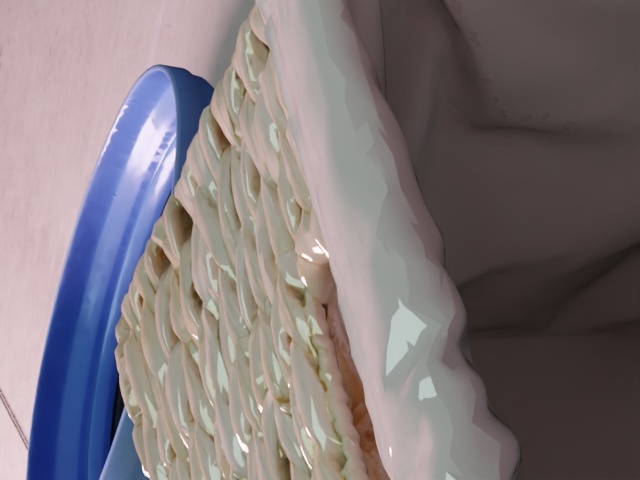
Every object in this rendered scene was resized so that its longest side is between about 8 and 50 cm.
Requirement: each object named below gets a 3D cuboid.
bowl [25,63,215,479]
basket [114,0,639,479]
[{"bbox_3d":[-0.139,0.061,1.185,0.391,0.077,0.391,-165,90,-72],"label":"bowl"},{"bbox_3d":[0.119,0.086,0.562,0.266,0.331,0.328,-56,42,46],"label":"basket"}]
